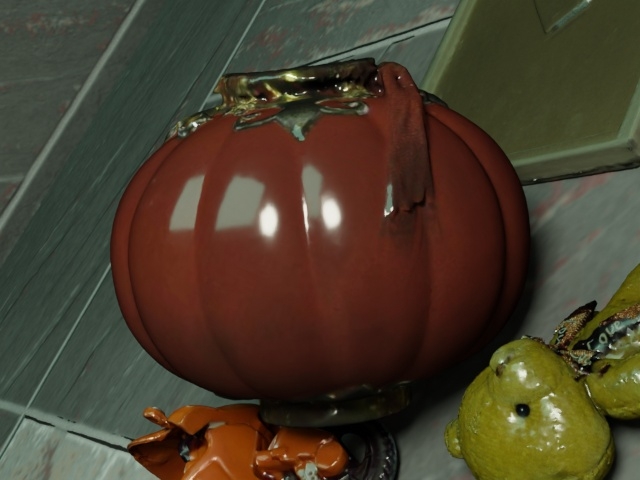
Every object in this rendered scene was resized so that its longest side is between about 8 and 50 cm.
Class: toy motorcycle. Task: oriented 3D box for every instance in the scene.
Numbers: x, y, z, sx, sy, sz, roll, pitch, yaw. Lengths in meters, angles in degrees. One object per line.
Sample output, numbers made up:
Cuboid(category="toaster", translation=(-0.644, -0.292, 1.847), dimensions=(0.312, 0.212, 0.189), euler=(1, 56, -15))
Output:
Cuboid(category="toy motorcycle", translation=(-0.092, 0.250, 0.798), dimensions=(0.221, 0.148, 0.325), euler=(13, 60, 38))

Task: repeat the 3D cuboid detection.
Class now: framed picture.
Cuboid(category="framed picture", translation=(0.230, -0.234, 0.977), dimensions=(0.326, 0.028, 0.446), euler=(-7, 51, 56))

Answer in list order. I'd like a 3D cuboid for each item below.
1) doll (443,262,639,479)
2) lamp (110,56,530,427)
Cuboid(category="doll", translation=(0.162, 0.068, 0.650), dimensions=(0.209, 0.097, 0.137), euler=(-49, 20, -2))
Cuboid(category="lamp", translation=(0.000, 0.000, 0.779), dimensions=(0.303, 0.303, 0.257), euler=(8, 107, 61))
